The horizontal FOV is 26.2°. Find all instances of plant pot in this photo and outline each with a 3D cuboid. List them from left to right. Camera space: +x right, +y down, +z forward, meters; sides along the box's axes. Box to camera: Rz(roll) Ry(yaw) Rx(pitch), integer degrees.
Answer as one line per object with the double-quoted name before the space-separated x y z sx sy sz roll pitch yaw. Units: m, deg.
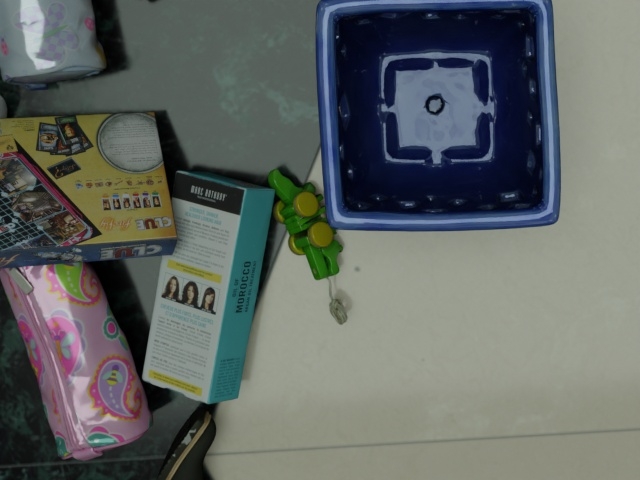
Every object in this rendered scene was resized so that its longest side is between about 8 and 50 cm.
"plant pot" 0.124 -0.137 1.436 0.236 0.212 0.236 -2 97 6

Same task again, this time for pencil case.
"pencil case" -0.308 -0.304 1.502 0.124 0.113 0.273 -14 97 -34
"pencil case" -0.285 0.102 1.547 0.124 0.124 0.284 -18 95 7

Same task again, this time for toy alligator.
"toy alligator" 0.000 0.000 1.548 0.051 0.056 0.190 -29 95 -33

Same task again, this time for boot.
"boot" -0.129 0.301 1.590 0.137 0.077 0.198 27 112 -3

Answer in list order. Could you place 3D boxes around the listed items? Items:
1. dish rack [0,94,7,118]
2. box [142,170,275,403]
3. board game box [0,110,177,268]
"dish rack" -0.515 -0.060 1.489 0.072 0.285 0.333 40 100 26
"box" -0.126 0.051 1.540 0.100 0.060 0.244 16 99 31
"board game box" -0.288 -0.055 1.484 0.243 0.042 0.165 -4 63 -18
